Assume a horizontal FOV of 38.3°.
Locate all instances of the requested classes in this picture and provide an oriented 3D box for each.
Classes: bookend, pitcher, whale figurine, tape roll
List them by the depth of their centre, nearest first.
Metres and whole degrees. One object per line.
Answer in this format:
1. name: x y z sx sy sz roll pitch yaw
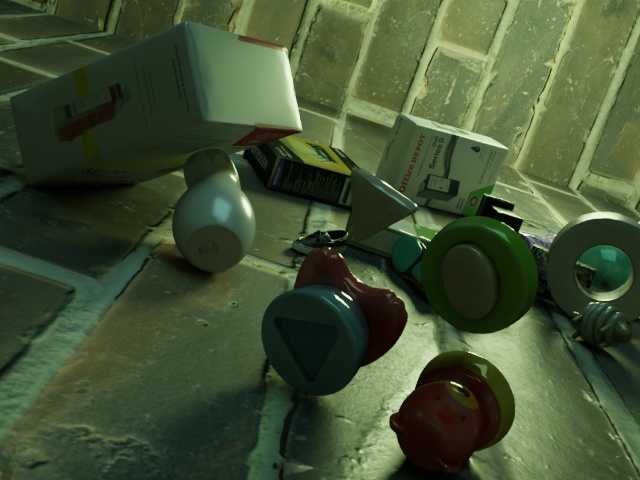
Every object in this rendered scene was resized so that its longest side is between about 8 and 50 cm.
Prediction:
1. pitcher: -0.155 -0.023 1.442 0.125 0.178 0.207 -22 32 8
2. tape roll: 0.554 0.057 1.807 0.219 0.219 0.072 21 15 9
3. bookend: 0.358 0.007 1.869 0.072 0.156 0.157 15 16 -14
4. whale figurine: 0.654 0.083 1.983 0.272 0.141 0.216 19 14 0

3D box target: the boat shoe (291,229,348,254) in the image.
1. boat shoe: 0.000 0.000 1.684 0.049 0.040 0.142 29 18 33

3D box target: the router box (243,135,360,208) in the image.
1. router box: -0.034 -0.174 2.189 0.243 0.081 0.309 13 16 -20

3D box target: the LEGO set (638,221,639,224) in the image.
1. LEGO set: 0.753 0.055 2.151 0.244 0.060 0.182 -35 39 -12

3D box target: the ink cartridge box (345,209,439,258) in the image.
1. ink cartridge box: 0.156 -0.002 1.839 0.209 0.062 0.109 18 15 -4

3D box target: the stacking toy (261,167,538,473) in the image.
1. stacking toy: 0.079 0.092 1.025 0.309 0.280 0.130 27 28 23

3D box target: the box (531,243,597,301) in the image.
1. box: 0.486 0.077 1.897 0.137 0.094 0.027 24 16 22

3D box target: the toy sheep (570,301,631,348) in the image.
1. toy sheep: 0.506 0.153 1.674 0.091 0.091 0.132 6 14 -40

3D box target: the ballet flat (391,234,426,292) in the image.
1. ballet flat: 0.189 0.057 1.695 0.068 0.072 0.213 42 5 -24

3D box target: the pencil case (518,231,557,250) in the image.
1. pencil case: 0.498 0.020 2.123 0.206 0.086 0.088 3 56 -50

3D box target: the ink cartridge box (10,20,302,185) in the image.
1. ink cartridge box: -0.270 -0.208 1.527 0.384 0.160 0.279 -13 -3 31

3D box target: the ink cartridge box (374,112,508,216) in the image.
1. ink cartridge box: 0.316 -0.194 2.437 0.289 0.211 0.121 11 18 -22

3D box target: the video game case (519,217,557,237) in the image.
1. video game case: 0.550 -0.033 2.510 0.201 0.023 0.183 13 16 -16
